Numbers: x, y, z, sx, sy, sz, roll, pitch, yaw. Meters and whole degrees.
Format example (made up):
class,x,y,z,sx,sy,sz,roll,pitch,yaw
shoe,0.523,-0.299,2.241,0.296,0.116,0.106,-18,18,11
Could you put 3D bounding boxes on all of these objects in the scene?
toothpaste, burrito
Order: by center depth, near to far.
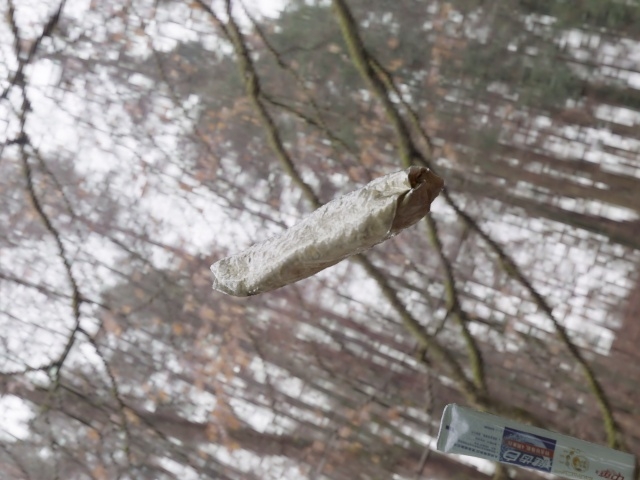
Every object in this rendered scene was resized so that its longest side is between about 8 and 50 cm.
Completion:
class,x,y,z,sx,sy,sz,roll,pitch,yaw
burrito,0.000,0.000,1.104,0.082,0.275,0.059,9,-119,-56
toothpaste,0.238,0.222,1.156,0.038,0.233,0.060,-47,-34,-63
